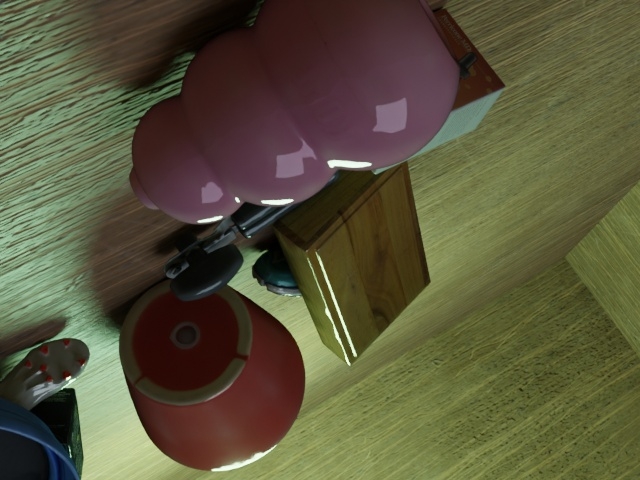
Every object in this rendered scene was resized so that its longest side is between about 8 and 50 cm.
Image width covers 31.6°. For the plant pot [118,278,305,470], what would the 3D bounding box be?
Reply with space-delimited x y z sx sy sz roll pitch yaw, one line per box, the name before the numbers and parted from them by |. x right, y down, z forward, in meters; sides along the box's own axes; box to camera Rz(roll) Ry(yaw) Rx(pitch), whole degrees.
plant pot | -0.172 0.182 1.680 0.275 0.275 0.243 -33 155 -6

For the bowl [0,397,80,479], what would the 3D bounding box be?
bowl | -0.507 0.346 1.450 0.391 0.077 0.391 -15 133 -16

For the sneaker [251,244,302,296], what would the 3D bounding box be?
sneaker | 0.000 0.000 1.795 0.275 0.107 0.110 -29 146 -39

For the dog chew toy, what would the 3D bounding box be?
dog chew toy | -0.038 -0.128 1.079 0.331 0.207 0.206 -29 167 13

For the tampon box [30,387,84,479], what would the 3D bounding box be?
tampon box | -0.405 0.298 1.606 0.120 0.101 0.161 1 132 -5

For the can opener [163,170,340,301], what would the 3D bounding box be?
can opener | -0.088 -0.022 1.508 0.280 0.093 0.074 -38 165 -6

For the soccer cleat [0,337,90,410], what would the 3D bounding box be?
soccer cleat | -0.400 0.199 1.536 0.196 0.068 0.076 -38 178 -34

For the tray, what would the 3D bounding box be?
tray | 0.062 0.026 1.722 0.203 0.076 0.411 -45 154 -13

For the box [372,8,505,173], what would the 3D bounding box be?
box | 0.106 -0.178 1.336 0.170 0.130 0.091 -26 163 -30
